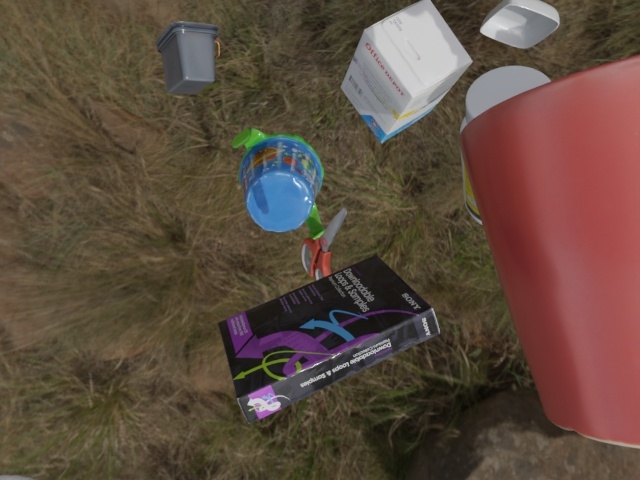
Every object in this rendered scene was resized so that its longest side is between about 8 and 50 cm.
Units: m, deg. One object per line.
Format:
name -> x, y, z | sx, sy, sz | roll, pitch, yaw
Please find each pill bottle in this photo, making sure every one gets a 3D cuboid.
pill bottle -> 0.242, -0.113, 0.710 | 0.119, 0.119, 0.208 | -9, 148, 12

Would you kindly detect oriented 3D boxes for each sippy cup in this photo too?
sippy cup -> -0.104, -0.138, 1.426 | 0.305, 0.224, 0.240 | 17, 115, -12

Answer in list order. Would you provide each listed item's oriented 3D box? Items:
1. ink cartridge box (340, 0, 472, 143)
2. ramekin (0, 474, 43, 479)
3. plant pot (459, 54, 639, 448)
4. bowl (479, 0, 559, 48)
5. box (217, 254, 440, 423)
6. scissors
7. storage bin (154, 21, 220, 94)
ink cartridge box -> 0.178, -0.362, 1.191 | 0.168, 0.233, 0.171 | -33, 85, -15
ramekin -> -0.383, 0.421, 0.646 | 0.277, 0.277, 0.135 | 3, 143, 8
plant pot -> 0.261, 0.013, 0.424 | 0.274, 0.275, 0.243 | -7, 84, 11
bowl -> 0.449, -0.500, 1.233 | 0.141, 0.142, 0.053 | 15, 80, -13
box -> 0.000, 0.072, 0.455 | 0.162, 0.116, 0.029 | -22, 115, -10
scissors -> 0.000, 0.000, 0.926 | 0.021, 0.109, 0.297 | -23, 152, -17
storage bin -> -0.224, -0.310, 0.950 | 0.098, 0.135, 0.091 | -7, 95, -31
